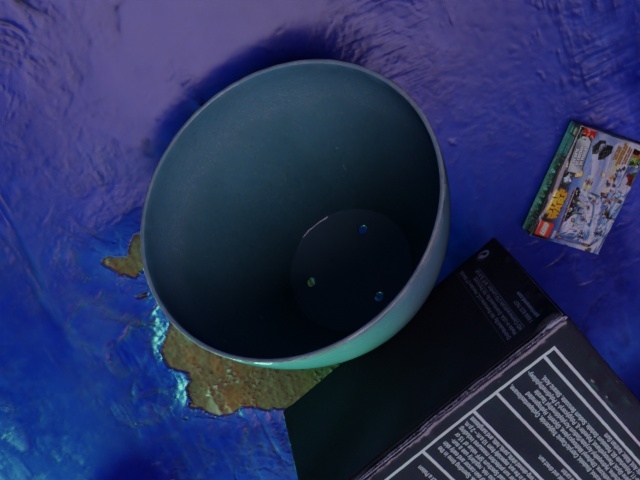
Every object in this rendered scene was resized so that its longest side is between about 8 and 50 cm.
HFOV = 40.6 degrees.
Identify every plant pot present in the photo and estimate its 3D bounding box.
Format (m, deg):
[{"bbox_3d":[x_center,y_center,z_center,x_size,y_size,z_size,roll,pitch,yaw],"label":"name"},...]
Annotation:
[{"bbox_3d":[0.000,0.000,0.847,0.290,0.290,0.195,-34,151,6],"label":"plant pot"}]

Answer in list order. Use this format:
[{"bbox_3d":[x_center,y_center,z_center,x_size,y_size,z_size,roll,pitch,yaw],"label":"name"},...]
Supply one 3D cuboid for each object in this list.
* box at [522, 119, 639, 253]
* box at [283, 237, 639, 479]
[{"bbox_3d":[0.301,-0.059,0.983,0.094,0.027,0.137,15,110,-17],"label":"box"},{"bbox_3d":[0.170,0.212,0.873,0.294,0.183,0.296,-41,115,7],"label":"box"}]
